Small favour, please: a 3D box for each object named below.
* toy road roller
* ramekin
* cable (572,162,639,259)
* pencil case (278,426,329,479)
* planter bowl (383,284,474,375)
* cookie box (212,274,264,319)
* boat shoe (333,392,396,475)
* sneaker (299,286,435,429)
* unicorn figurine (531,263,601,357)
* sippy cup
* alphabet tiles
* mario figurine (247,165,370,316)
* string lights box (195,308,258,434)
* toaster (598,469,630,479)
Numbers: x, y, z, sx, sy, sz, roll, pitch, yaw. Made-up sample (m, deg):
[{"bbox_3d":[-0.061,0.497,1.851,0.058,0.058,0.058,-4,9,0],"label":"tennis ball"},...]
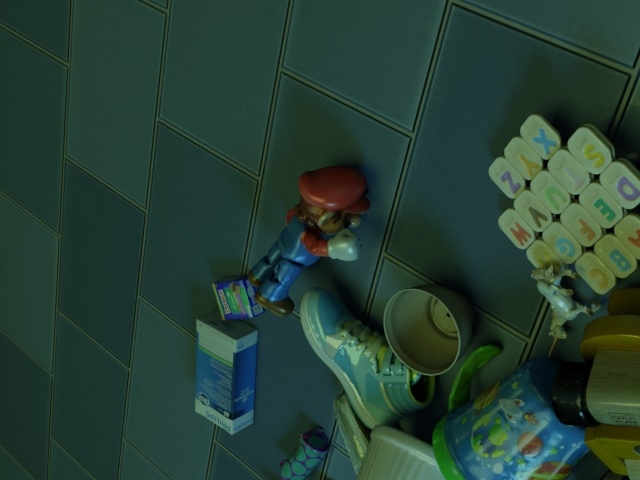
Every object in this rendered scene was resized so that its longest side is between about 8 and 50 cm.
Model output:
[{"bbox_3d":[0.515,0.216,1.348,0.202,0.241,0.329,-4,141,42],"label":"toy road roller"},{"bbox_3d":[0.188,0.461,1.651,0.272,0.127,0.273,28,163,10],"label":"ramekin"},{"bbox_3d":[0.470,-0.043,1.354,0.184,0.047,0.151,-8,101,43],"label":"cable"},{"bbox_3d":[-0.037,0.485,2.006,0.070,0.064,0.152,36,128,6],"label":"pencil case"},{"bbox_3d":[0.211,0.148,1.619,0.162,0.109,0.162,17,116,38],"label":"planter bowl"},{"bbox_3d":[-0.186,0.129,2.016,0.107,0.040,0.092,-9,101,44],"label":"cookie box"},{"bbox_3d":[0.117,0.456,1.828,0.103,0.118,0.321,-33,79,54],"label":"boat shoe"},{"bbox_3d":[0.108,0.203,1.727,0.208,0.127,0.319,-31,94,46],"label":"sneaker"},{"bbox_3d":[0.397,0.105,1.464,0.111,0.060,0.162,-15,102,60],"label":"unicorn figurine"},{"bbox_3d":[0.344,0.324,1.504,0.305,0.240,0.224,42,119,10],"label":"sippy cup"},{"bbox_3d":[0.385,-0.052,1.394,0.278,0.021,0.284,50,147,13],"label":"alphabet tiles"},{"bbox_3d":[0.000,0.000,1.727,0.198,0.170,0.321,45,116,19],"label":"mario figurine"},{"bbox_3d":[-0.223,0.308,2.095,0.133,0.076,0.260,23,121,34],"label":"string lights box"},{"bbox_3d":[0.504,0.476,1.484,0.168,0.110,0.186,45,131,21],"label":"toaster"}]
